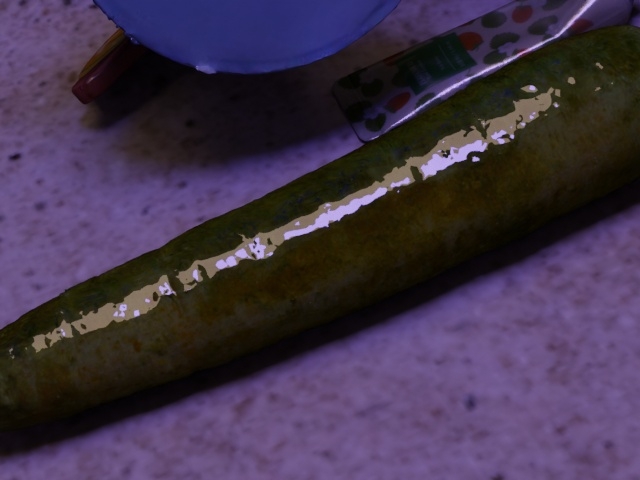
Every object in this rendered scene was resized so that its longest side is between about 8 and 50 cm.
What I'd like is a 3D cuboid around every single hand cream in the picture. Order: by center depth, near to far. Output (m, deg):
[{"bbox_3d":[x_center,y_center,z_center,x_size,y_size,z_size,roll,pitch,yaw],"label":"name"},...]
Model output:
[{"bbox_3d":[0.087,-0.098,0.860,0.165,0.037,0.057,-24,41,-1],"label":"hand cream"}]

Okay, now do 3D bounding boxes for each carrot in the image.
[{"bbox_3d":[0.000,0.000,0.741,0.358,0.074,0.074,-25,41,-9],"label":"carrot"}]

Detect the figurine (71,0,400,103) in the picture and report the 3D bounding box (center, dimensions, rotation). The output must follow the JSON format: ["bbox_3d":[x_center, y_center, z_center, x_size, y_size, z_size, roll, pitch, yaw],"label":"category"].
[{"bbox_3d":[-0.102,-0.241,0.916,0.276,0.248,0.388,-54,24,13],"label":"figurine"}]
